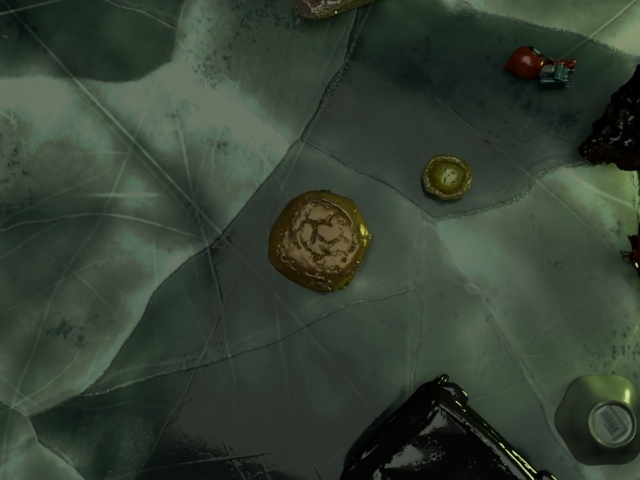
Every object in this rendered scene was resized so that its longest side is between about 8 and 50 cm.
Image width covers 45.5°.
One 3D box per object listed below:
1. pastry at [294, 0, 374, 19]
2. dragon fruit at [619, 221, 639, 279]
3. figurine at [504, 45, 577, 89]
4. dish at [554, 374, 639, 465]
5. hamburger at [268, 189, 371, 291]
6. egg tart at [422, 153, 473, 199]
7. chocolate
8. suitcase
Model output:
[{"bbox_3d":[0.071,-0.548,1.610,0.265,0.112,0.103,-22,89,13],"label":"pastry"},{"bbox_3d":[0.743,-0.029,1.482,0.343,0.100,0.282,-26,111,5],"label":"dragon fruit"},{"bbox_3d":[0.453,-0.356,1.581,0.140,0.068,0.075,16,88,12],"label":"figurine"},{"bbox_3d":[0.561,0.355,1.492,0.191,0.066,0.190,0,84,4],"label":"dish"},{"bbox_3d":[-0.001,-0.001,1.557,0.214,0.108,0.213,0,89,6],"label":"hamburger"},{"bbox_3d":[0.262,-0.131,1.580,0.105,0.039,0.105,0,84,4],"label":"egg tart"},{"bbox_3d":[0.599,-0.191,1.489,0.177,0.224,0.206,-29,52,15],"label":"chocolate"},{"bbox_3d":[0.236,0.478,1.457,0.345,0.188,0.339,43,94,6],"label":"suitcase"}]
